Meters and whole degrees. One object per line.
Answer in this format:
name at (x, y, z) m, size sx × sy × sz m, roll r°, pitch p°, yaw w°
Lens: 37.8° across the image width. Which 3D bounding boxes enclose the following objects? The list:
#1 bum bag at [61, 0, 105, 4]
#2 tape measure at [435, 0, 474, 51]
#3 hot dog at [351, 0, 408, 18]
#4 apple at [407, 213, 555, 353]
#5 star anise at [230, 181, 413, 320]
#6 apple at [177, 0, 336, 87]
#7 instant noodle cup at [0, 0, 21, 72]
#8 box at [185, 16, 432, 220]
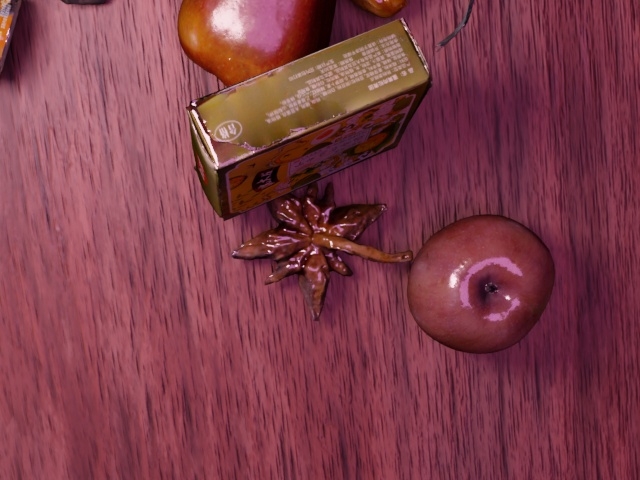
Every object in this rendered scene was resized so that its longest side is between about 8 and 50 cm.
bum bag at (-0.457, -0.623, 1.790) m, size 0.144 × 0.095 × 0.340 m, roll 9°, pitch 100°, yaw -23°
tape measure at (0.248, -0.548, 1.880) m, size 0.164 × 0.084 × 0.330 m, roll 19°, pitch 95°, yaw -7°
hot dog at (0.050, -0.588, 1.839) m, size 0.349 × 0.117 × 0.158 m, roll 40°, pitch 98°, yaw -12°
apple at (0.329, 0.094, 1.917) m, size 0.306 × 0.235 × 0.305 m, roll -1°, pitch 99°, yaw -4°
star anise at (-0.001, 0.001, 1.931) m, size 0.349 × 0.109 × 0.292 m, roll 41°, pitch 101°, yaw -10°
apple at (-0.117, -0.417, 1.762) m, size 0.288 × 0.288 × 0.316 m, roll 23°, pitch 106°, yaw -9°
instant noodle cup at (-0.672, -0.405, 1.746) m, size 0.182 × 0.230 × 0.230 m, roll 16°, pitch 97°, yaw -19°
box at (-0.028, -0.212, 1.731) m, size 0.420 × 0.373 × 0.138 m, roll -24°, pitch 82°, yaw -10°
